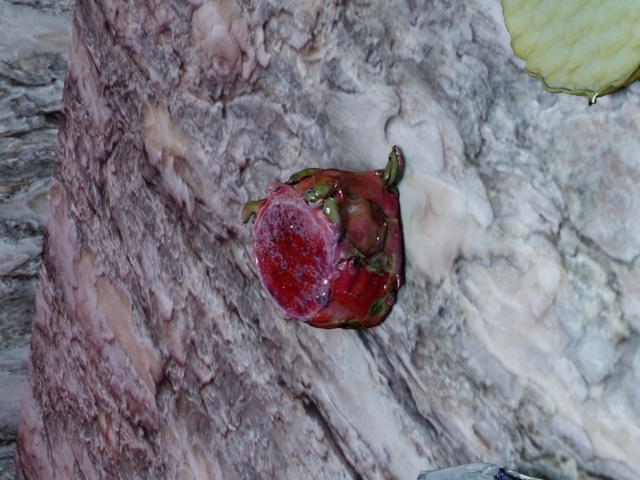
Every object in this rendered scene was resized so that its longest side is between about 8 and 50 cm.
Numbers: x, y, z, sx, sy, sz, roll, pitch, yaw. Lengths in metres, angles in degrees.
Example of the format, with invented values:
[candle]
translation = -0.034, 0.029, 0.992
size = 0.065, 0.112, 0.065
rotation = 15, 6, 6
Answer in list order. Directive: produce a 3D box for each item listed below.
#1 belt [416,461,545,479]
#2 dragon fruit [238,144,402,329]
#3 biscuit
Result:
[belt]
translation = 0.173, 0.312, 1.229
size = 0.230, 0.126, 0.140
rotation = -34, 36, 57
[dragon fruit]
translation = 0.000, 0.000, 1.486
size = 0.211, 0.147, 0.282
rotation = 60, 143, 40
[biscuit]
translation = 0.237, -0.241, 1.142
size = 0.187, 0.036, 0.274
rotation = -58, 45, 46
